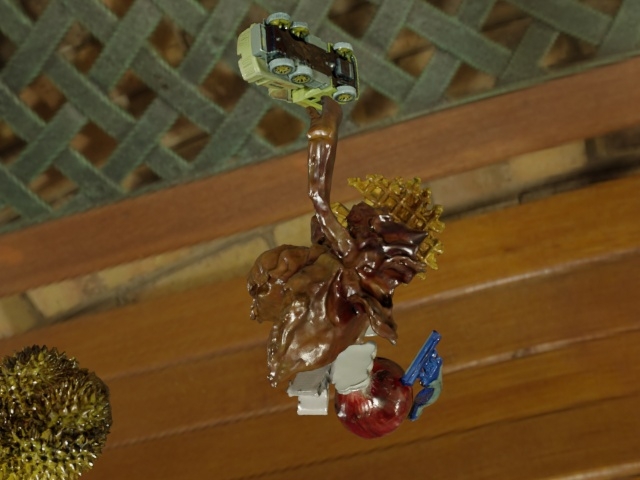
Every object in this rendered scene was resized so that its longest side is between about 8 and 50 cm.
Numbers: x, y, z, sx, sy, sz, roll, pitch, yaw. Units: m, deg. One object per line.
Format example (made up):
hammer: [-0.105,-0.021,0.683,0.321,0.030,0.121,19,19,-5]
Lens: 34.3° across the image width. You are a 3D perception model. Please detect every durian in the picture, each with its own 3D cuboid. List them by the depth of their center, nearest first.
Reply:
durian: [-0.493,0.319,1.774,0.258,0.258,0.293,-12,16,12]

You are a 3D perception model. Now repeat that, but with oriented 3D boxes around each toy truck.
toy truck: [-0.041,-0.239,1.452,0.116,0.191,0.085,-19,68,38]

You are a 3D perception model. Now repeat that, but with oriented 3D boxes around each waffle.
waffle: [0.127,-0.020,2.000,0.231,0.229,0.051,-1,16,22]

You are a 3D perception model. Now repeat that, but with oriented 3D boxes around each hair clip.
hair clip: [0.009,0.139,1.381,0.140,0.054,0.220,-5,37,20]

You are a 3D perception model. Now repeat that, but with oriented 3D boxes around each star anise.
star anise: [0.007,0.000,1.158,0.237,0.148,0.346,-9,69,41]

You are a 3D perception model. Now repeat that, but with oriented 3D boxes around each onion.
onion: [0.083,0.240,1.597,0.131,0.131,0.131,-14,37,10]

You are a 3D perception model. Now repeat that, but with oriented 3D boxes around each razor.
razor: [0.166,0.245,1.670,0.056,0.324,0.093,32,70,15]
